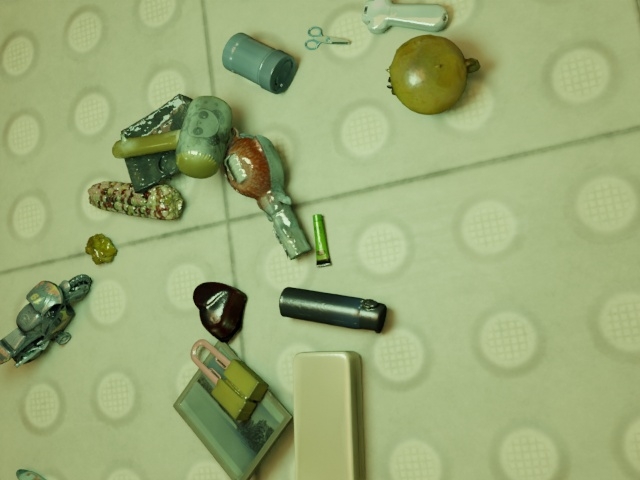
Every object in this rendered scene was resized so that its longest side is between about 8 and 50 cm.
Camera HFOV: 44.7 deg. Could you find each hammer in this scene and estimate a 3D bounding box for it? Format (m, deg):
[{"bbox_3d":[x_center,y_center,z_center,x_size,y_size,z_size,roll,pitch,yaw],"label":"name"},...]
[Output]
[{"bbox_3d":[-0.361,-0.236,1.837,0.306,0.113,0.201,-3,56,21],"label":"hammer"}]

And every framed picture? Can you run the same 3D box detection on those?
[{"bbox_3d":[-0.209,0.397,1.809,0.289,0.016,0.213,41,100,35],"label":"framed picture"}]

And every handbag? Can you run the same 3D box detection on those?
[{"bbox_3d":[-0.370,-0.240,1.925,0.270,0.088,0.175,-31,69,2],"label":"handbag"}]

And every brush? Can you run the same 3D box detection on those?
[{"bbox_3d":[-0.226,0.308,1.809,0.233,0.047,0.103,36,97,37],"label":"brush"}]

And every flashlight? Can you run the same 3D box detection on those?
[{"bbox_3d":[0.193,-0.510,1.768,0.201,0.047,0.093,11,88,21],"label":"flashlight"}]

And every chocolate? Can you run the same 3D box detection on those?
[{"bbox_3d":[-0.241,0.159,1.844,0.125,0.080,0.148,-27,65,15],"label":"chocolate"}]

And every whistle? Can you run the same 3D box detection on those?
[{"bbox_3d":[-0.128,-0.116,1.817,0.142,0.134,0.346,-32,80,32],"label":"whistle"}]

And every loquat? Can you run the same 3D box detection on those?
[{"bbox_3d":[0.240,-0.357,1.674,0.205,0.149,0.172,-12,75,10],"label":"loquat"}]

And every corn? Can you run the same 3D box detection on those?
[{"bbox_3d":[-0.471,-0.102,1.982,0.281,0.092,0.092,6,86,28],"label":"corn"}]

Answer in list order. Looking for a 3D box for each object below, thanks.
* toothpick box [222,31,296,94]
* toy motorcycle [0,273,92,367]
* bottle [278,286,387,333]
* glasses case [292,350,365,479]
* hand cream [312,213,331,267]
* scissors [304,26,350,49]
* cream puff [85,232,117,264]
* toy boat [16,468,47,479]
[{"bbox_3d":[-0.147,-0.427,1.872,0.153,0.101,0.101,32,96,24],"label":"toothpick box"},{"bbox_3d":[-0.716,0.202,1.999,0.108,0.173,0.307,41,98,21],"label":"toy motorcycle"},{"bbox_3d":[0.028,0.152,1.740,0.245,0.072,0.082,8,128,23],"label":"bottle"},{"bbox_3d":[0.018,0.412,1.712,0.144,0.076,0.336,-4,82,22],"label":"glasses case"},{"bbox_3d":[0.000,0.000,1.800,0.036,0.023,0.121,-10,84,18],"label":"hand cream"},{"bbox_3d":[0.017,-0.479,1.855,0.119,0.014,0.058,13,90,27],"label":"scissors"},{"bbox_3d":[-0.575,0.022,2.021,0.083,0.058,0.083,-5,80,20],"label":"cream puff"},{"bbox_3d":[-0.742,0.688,2.003,0.208,0.079,0.134,37,96,24],"label":"toy boat"}]
